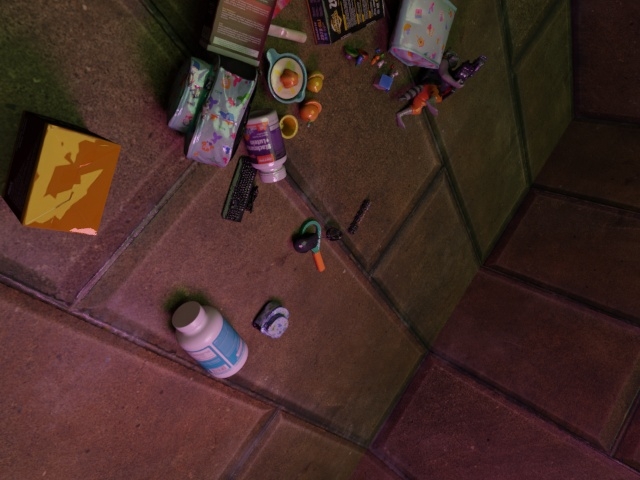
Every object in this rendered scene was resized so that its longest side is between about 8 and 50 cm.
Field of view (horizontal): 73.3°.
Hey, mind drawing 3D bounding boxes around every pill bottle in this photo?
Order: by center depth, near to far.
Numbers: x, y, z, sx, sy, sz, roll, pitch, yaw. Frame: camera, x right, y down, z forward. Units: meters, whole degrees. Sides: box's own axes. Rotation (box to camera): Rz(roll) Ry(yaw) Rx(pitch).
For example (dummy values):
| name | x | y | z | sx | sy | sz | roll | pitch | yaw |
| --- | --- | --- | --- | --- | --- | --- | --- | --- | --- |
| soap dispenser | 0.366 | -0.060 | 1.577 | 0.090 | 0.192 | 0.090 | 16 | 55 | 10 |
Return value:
| name | x | y | z | sx | sy | sz | roll | pitch | yaw |
| --- | --- | --- | --- | --- | --- | --- | --- | --- | --- |
| pill bottle | -0.158 | -0.270 | 1.235 | 0.108 | 0.108 | 0.193 | -33 | 125 | -32 |
| pill bottle | -0.338 | 0.296 | 1.306 | 0.146 | 0.146 | 0.264 | -45 | 136 | -21 |

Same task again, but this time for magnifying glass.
| name | x | y | z | sx | sy | sz | roll | pitch | yaw |
| --- | --- | --- | --- | --- | --- | --- | --- | --- | --- |
| magnifying glass | -0.022 | 0.023 | 1.594 | 0.092 | 0.026 | 0.230 | -39 | 134 | -27 |

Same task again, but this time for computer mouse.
| name | x | y | z | sx | sy | sz | roll | pitch | yaw |
| --- | --- | --- | --- | --- | --- | --- | --- | --- | --- |
| computer mouse | 0.000 | 0.000 | 1.559 | 0.242 | 0.041 | 0.071 | -15 | 118 | -41 |

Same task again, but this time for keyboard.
| name | x | y | z | sx | sy | sz | roll | pitch | yaw |
| --- | --- | --- | --- | --- | --- | --- | --- | --- | --- |
| keyboard | -0.224 | -0.145 | 1.291 | 0.100 | 0.038 | 0.191 | 10 | 102 | -48 |

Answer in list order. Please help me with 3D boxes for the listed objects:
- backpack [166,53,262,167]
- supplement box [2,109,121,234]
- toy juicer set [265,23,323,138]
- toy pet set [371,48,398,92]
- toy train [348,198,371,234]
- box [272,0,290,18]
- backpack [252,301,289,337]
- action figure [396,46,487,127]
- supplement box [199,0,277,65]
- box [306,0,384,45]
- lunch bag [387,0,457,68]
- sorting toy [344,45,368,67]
| name | x | y | z | sx | sy | sz | roll | pitch | yaw |
| --- | --- | --- | --- | --- | --- | --- | --- | --- | --- |
| backpack | -0.264 | -0.309 | 1.032 | 0.191 | 0.225 | 0.253 | 8 | 107 | -25 |
| supplement box | -0.523 | -0.137 | 0.862 | 0.129 | 0.194 | 0.191 | 11 | 101 | -48 |
| toy juicer set | -0.070 | -0.478 | 1.241 | 0.209 | 0.090 | 0.328 | -29 | 125 | -29 |
| toy pet set | 0.234 | -0.596 | 1.525 | 0.122 | 0.065 | 0.114 | 16 | 97 | -48 |
| toy train | 0.159 | -0.093 | 1.723 | 0.036 | 0.027 | 0.158 | 34 | 84 | -52 |
| box | -0.188 | -0.654 | 1.008 | 0.128 | 0.123 | 0.256 | -52 | 136 | -14 |
| backpack | -0.164 | 0.284 | 1.529 | 0.114 | 0.084 | 0.105 | -58 | 141 | -12 |
| action figure | 0.447 | -0.609 | 1.627 | 0.179 | 0.341 | 0.330 | 35 | 71 | -10 |
| supplement box | -0.172 | -0.531 | 0.953 | 0.130 | 0.073 | 0.239 | 5 | 120 | -35 |
| box | 0.061 | -0.776 | 1.249 | 0.257 | 0.079 | 0.321 | -38 | 132 | -25 |
| lunch bag | 0.334 | -0.741 | 1.490 | 0.262 | 0.160 | 0.223 | -5 | 113 | -51 |
| sorting toy | 0.115 | -0.603 | 1.416 | 0.102 | 0.061 | 0.042 | -8 | 149 | -36 |
